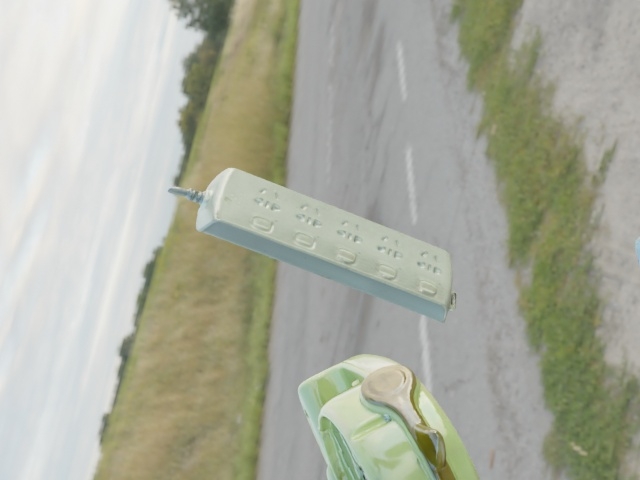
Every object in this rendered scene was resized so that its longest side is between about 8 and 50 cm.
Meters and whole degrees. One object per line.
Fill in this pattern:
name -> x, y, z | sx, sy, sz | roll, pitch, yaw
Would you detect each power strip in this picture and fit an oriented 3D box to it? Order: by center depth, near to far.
power strip -> 0.000, 0.000, 0.830 | 0.027, 0.252, 0.060 | 122, 164, -46

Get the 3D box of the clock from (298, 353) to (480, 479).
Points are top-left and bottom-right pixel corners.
clock -> 0.095, 0.285, 1.250 | 0.286, 0.117, 0.348 | 67, 167, 0

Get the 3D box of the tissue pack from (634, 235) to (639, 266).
tissue pack -> 0.409, 0.036, 0.913 | 0.257, 0.081, 0.185 | -40, 57, 57
